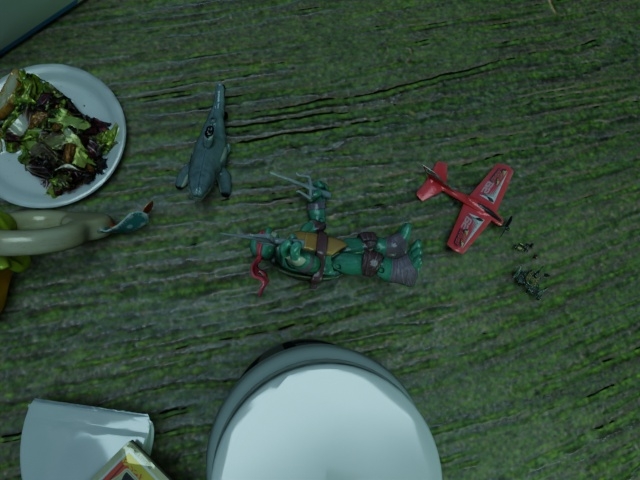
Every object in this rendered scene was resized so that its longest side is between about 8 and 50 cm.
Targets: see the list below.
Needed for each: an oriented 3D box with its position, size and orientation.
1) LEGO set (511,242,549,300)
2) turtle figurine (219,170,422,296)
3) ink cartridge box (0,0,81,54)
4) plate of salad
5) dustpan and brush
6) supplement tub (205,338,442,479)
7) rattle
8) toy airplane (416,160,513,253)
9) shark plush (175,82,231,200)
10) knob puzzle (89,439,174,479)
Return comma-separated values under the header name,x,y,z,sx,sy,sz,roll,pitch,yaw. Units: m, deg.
name,x,y,z,sx,sy,sz,roll,pitch,yaw
LEGO set,0.287,0.044,0.649,0.054,0.023,0.083,15,66,-5
turtle figurine,0.000,0.000,0.583,0.233,0.118,0.175,9,38,-5
ink cartridge box,-0.466,-0.486,0.594,0.285,0.166,0.395,-41,86,-10
plate of salad,-0.356,-0.141,0.604,0.199,0.048,0.200,1,79,-6
dustpan and brush,-0.280,0.299,0.534,0.147,0.060,0.212,9,72,-2
supplement tub,-0.007,0.196,0.462,0.190,0.272,0.192,1,80,-5
rattle,-0.304,0.026,0.570,0.199,0.130,0.143,-4,91,-33
toy airplane,0.198,-0.056,0.652,0.151,0.028,0.152,1,78,-6
shark plush,-0.136,-0.125,0.612,0.073,0.067,0.162,21,79,-1
knob puzzle,-0.207,0.339,0.474,0.212,0.030,0.214,0,79,-1
